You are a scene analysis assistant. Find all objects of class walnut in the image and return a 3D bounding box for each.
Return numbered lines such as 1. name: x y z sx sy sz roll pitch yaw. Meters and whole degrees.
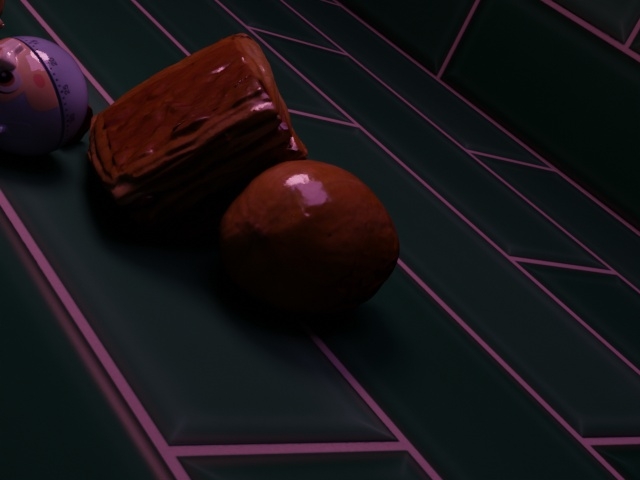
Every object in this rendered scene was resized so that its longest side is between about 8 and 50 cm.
1. walnut: 0.000 0.000 1.507 0.203 0.203 0.297 40 22 32

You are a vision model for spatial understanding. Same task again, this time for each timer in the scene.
1. timer: -0.416 -0.187 1.503 0.175 0.175 0.255 39 25 30

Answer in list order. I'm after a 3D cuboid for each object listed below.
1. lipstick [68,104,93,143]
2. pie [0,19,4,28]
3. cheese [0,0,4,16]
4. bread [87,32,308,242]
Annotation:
1. lipstick: -0.455 -0.232 1.688 0.279 0.073 0.073 31 21 9
2. pie: -0.613 -0.376 1.647 0.337 0.075 0.338 8 61 -15
3. cheese: -0.681 -0.492 1.789 0.383 0.384 0.104 20 29 -18
4. bread: -0.164 -0.132 1.590 0.167 0.277 0.324 61 -1 -27
